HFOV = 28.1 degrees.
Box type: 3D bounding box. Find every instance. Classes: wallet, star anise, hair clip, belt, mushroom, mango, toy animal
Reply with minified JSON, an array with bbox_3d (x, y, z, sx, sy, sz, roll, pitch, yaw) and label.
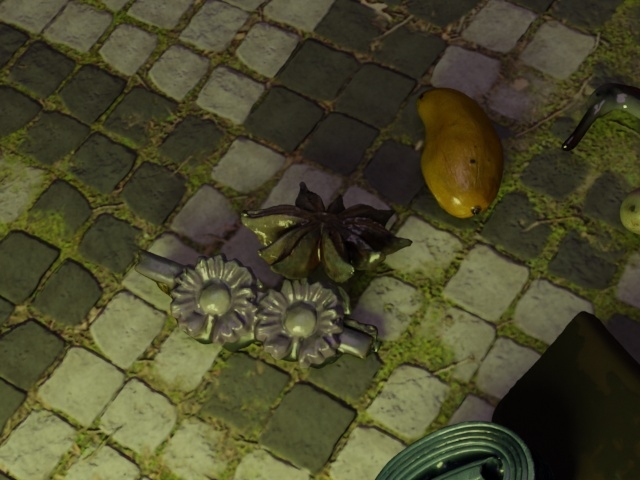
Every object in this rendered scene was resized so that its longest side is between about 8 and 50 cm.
[{"bbox_3d":[0.288,0.213,1.223,0.165,0.042,0.309,-54,38,13],"label":"wallet"},{"bbox_3d":[0.000,0.000,1.426,0.195,0.065,0.182,17,30,14],"label":"star anise"},{"bbox_3d":[-0.074,0.078,1.427,0.292,0.084,0.106,16,81,12],"label":"hair clip"},{"bbox_3d":[0.141,0.259,1.251,0.190,0.082,0.141,-30,53,15],"label":"belt"},{"bbox_3d":[0.375,-0.029,1.425,0.083,0.068,0.083,-4,23,2],"label":"mushroom"},{"bbox_3d":[0.163,-0.104,1.497,0.098,0.075,0.190,-6,52,-2],"label":"mango"},{"bbox_3d":[0.452,-0.169,1.479,0.324,0.090,0.195,8,55,9],"label":"toy animal"}]
